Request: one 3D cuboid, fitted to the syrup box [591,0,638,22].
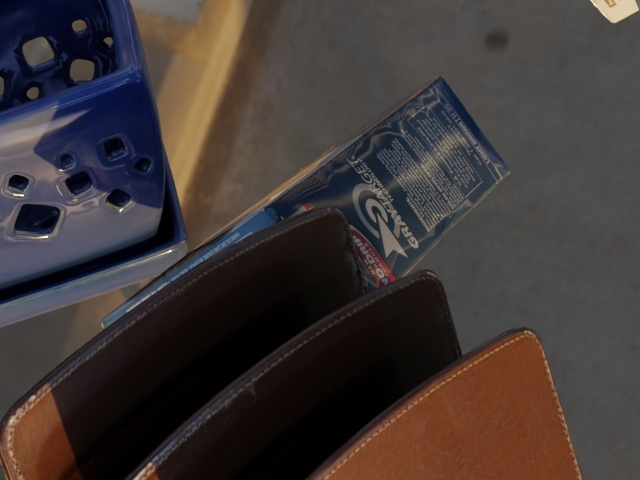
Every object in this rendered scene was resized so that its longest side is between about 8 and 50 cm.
[{"bbox_3d":[0.367,-0.328,1.820,0.237,0.096,0.093,-29,31,29],"label":"syrup box"}]

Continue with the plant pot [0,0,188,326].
[{"bbox_3d":[-0.238,-0.072,1.471,0.236,0.212,0.236,-19,37,-3],"label":"plant pot"}]

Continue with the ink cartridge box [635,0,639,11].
[{"bbox_3d":[0.299,-0.114,1.005,0.197,0.114,0.273,-24,94,1],"label":"ink cartridge box"}]

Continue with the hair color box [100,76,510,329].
[{"bbox_3d":[0.000,0.000,1.376,0.105,0.174,0.347,54,31,-3],"label":"hair color box"}]

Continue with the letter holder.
[{"bbox_3d":[-0.010,0.121,1.055,0.152,0.214,0.302,2,26,44],"label":"letter holder"}]
